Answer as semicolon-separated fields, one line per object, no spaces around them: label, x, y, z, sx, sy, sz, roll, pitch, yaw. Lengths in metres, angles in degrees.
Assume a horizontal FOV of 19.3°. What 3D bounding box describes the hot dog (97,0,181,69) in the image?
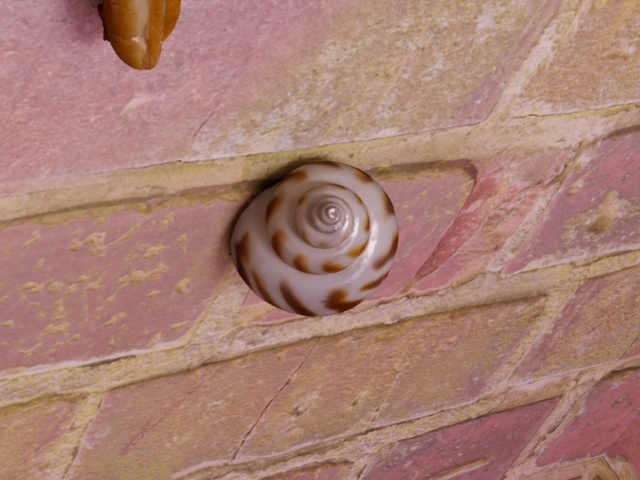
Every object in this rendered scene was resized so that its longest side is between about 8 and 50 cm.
hot dog;-0.158;-0.247;1.609;0.249;0.076;0.102;100;13;-56

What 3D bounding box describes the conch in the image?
conch;0.000;0.000;2.104;0.183;0.149;0.275;-26;150;-11
